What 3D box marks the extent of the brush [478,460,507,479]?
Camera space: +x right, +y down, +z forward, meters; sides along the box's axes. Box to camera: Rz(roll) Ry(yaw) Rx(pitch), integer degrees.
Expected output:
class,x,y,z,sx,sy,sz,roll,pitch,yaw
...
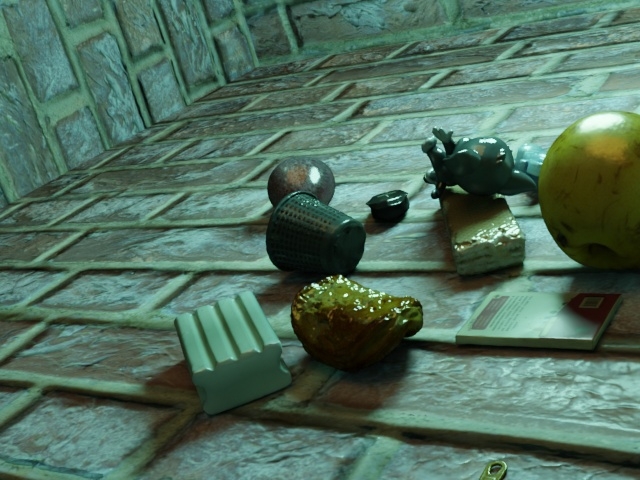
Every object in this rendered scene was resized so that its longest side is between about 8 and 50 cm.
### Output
class,x,y,z,sx,sy,sz,roll,pitch,yaw
brush,0.184,0.334,1.199,0.083,0.011,0.205,-3,24,35

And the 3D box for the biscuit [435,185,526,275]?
class,x,y,z,sx,sy,sz,roll,pitch,yaw
biscuit,0.319,-0.048,1.975,0.144,0.079,0.426,-13,21,8

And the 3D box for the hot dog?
class,x,y,z,sx,sy,sz,roll,pitch,yaw
hot dog,0.067,0.144,1.639,0.175,0.114,0.259,-23,23,-29

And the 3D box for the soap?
class,x,y,z,sx,sy,sz,roll,pitch,yaw
soap,-0.159,0.191,1.719,0.159,0.088,0.265,-21,20,-9

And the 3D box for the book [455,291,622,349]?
class,x,y,z,sx,sy,sz,roll,pitch,yaw
book,0.353,0.127,1.578,0.231,0.022,0.162,-2,23,35

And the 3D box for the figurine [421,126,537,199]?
class,x,y,z,sx,sy,sz,roll,pitch,yaw
figurine,0.279,-0.150,1.958,0.265,0.193,0.140,-23,46,50

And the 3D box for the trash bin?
class,x,y,z,sx,sy,sz,roll,pitch,yaw
trash bin,0.000,0.000,2.010,0.161,0.175,0.175,20,40,39

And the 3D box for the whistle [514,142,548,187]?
class,x,y,z,sx,sy,sz,roll,pitch,yaw
whistle,0.497,-0.148,2.072,0.180,0.093,0.269,1,12,-28

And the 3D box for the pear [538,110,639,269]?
class,x,y,z,sx,sy,sz,roll,pitch,yaw
pear,0.503,-0.083,1.661,0.280,0.281,0.281,-15,21,6

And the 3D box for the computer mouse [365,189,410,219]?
class,x,y,z,sx,sy,sz,roll,pitch,yaw
computer mouse,0.158,-0.079,2.218,0.099,0.057,0.172,-16,9,7

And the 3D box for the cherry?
class,x,y,z,sx,sy,sz,roll,pitch,yaw
cherry,-0.051,-0.126,2.377,0.176,0.140,0.176,-4,31,3
